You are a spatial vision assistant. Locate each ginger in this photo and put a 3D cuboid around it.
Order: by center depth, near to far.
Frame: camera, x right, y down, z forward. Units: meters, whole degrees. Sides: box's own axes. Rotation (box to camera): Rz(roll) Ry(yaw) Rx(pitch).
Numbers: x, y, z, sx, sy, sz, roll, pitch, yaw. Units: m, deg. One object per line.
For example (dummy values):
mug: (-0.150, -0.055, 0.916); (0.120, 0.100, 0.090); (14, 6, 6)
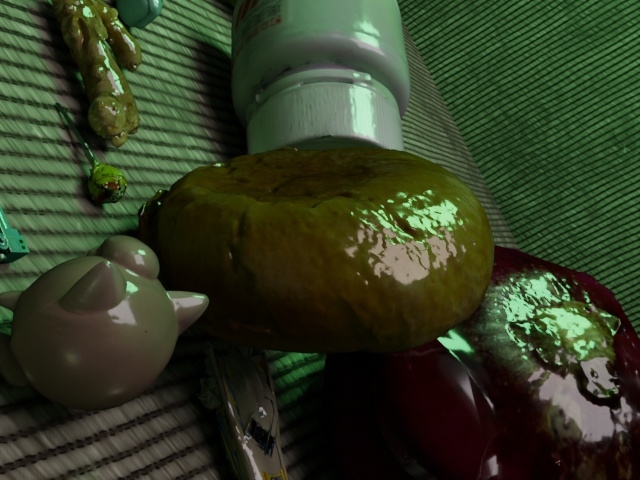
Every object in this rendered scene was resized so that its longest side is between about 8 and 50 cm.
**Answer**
ginger: (-0.240, -0.195, 0.877); (0.176, 0.052, 0.193); (56, 14, -14)

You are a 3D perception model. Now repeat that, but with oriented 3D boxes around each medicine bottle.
medicine bottle: (0.000, -0.209, 1.154); (0.256, 0.256, 0.325); (36, 43, -48)

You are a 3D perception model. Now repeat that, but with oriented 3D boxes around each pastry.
pastry: (0.000, 0.000, 0.807); (0.356, 0.355, 0.164); (-38, 130, -68)

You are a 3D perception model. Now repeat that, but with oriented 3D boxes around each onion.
onion: (0.178, 0.219, 1.023); (0.420, 0.398, 0.398); (107, -29, -56)

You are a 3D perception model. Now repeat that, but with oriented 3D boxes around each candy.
candy: (-0.229, -0.089, 0.799); (0.035, 0.035, 0.123); (-25, 75, -29)

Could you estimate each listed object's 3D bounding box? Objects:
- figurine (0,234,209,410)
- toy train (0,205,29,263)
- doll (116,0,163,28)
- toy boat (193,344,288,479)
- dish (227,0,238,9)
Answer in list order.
figurine: (-0.166, 0.063, 0.605); (0.125, 0.138, 0.125); (45, 21, -23)
toy train: (-0.263, -0.023, 0.641); (0.092, 0.029, 0.045); (64, 14, 10)
doll: (-0.254, -0.336, 1.005); (0.159, 0.059, 0.159); (61, 20, 5)
toy boat: (-0.062, 0.194, 0.770); (0.084, 0.066, 0.210); (16, 49, -59)
dish: (-0.113, -0.456, 1.404); (0.262, 0.108, 0.221); (46, 26, -31)
